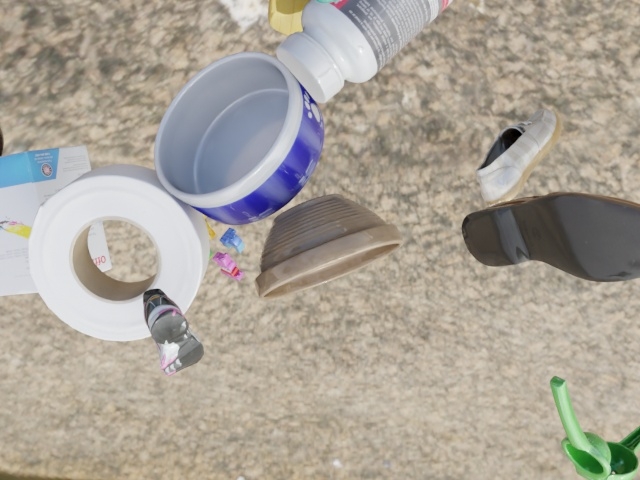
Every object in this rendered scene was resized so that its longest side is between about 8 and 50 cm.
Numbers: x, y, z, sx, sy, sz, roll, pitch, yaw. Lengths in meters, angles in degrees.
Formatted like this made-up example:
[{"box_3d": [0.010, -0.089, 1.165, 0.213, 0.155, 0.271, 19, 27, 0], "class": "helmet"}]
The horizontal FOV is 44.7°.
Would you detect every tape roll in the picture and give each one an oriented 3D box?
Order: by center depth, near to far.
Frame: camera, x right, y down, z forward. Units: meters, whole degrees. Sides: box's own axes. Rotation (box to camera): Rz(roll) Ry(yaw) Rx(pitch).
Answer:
[{"box_3d": [-0.331, 0.019, 1.293, 0.286, 0.100, 0.286, 0, 107, 0], "class": "tape roll"}]

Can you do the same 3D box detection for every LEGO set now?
[{"box_3d": [-0.248, -0.014, 1.647, 0.227, 0.087, 0.093, 23, 153, 25], "class": "LEGO set"}]

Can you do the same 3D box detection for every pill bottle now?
[{"box_3d": [0.077, -0.400, 1.408, 0.318, 0.176, 0.176, -44, 109, -9], "class": "pill bottle"}]

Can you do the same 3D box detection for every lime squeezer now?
[{"box_3d": [0.313, 0.215, 0.837, 0.310, 0.059, 0.110, 18, 112, -43], "class": "lime squeezer"}]

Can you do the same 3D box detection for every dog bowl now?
[{"box_3d": [-0.129, -0.161, 1.234, 0.265, 0.265, 0.104, -33, 143, 15], "class": "dog bowl"}]

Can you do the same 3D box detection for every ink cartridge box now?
[{"box_3d": [-0.582, -0.040, 1.582, 0.197, 0.198, 0.270, -8, 97, 19], "class": "ink cartridge box"}]

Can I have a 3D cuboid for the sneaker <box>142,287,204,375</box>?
[{"box_3d": [-0.224, 0.132, 1.169, 0.072, 0.077, 0.178, -21, 145, -18], "class": "sneaker"}]

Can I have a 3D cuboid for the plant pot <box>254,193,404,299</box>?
[{"box_3d": [0.000, 0.000, 1.200, 0.237, 0.237, 0.109, -22, 80, 11], "class": "plant pot"}]

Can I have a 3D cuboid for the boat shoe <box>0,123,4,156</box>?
[{"box_3d": [-0.708, -0.250, 1.604, 0.095, 0.095, 0.257, -9, 139, -32], "class": "boat shoe"}]

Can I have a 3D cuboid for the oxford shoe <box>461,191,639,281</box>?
[{"box_3d": [0.217, -0.015, 0.666, 0.076, 0.212, 0.076, -24, 106, -27], "class": "oxford shoe"}]

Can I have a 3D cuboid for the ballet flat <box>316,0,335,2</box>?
[{"box_3d": [0.032, -0.350, 0.737, 0.083, 0.087, 0.247, 10, 106, -7], "class": "ballet flat"}]

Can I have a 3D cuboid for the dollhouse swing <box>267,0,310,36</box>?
[{"box_3d": [-0.146, -0.594, 1.552, 0.305, 0.347, 0.315, 0, 135, -13], "class": "dollhouse swing"}]

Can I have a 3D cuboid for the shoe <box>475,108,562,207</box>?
[{"box_3d": [0.277, -0.131, 1.091, 0.058, 0.219, 0.076, 49, 141, -12], "class": "shoe"}]
